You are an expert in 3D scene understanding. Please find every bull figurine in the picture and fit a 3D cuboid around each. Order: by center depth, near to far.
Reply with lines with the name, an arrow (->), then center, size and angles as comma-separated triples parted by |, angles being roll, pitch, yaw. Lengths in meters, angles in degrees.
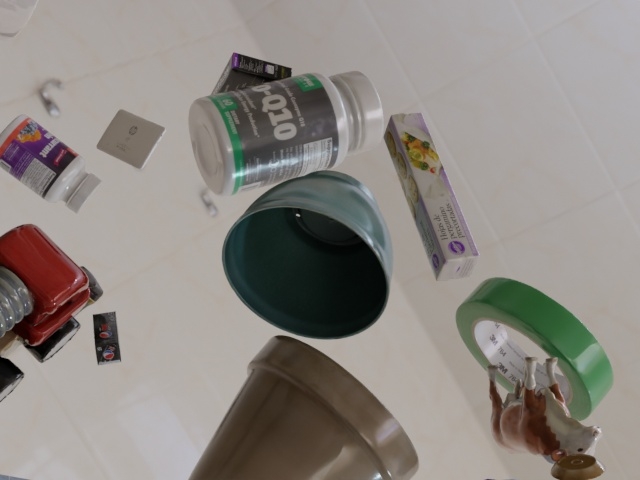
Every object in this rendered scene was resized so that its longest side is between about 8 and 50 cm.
bull figurine -> 0.379, 0.304, 1.674 | 0.101, 0.188, 0.310 | 1, 168, -16

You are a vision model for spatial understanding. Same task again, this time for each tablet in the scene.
tablet -> -0.212, -0.114, 1.062 | 0.083, 0.006, 0.054 | 25, -99, 36

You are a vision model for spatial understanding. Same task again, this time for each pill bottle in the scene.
pill bottle -> -0.511, -0.138, 1.784 | 0.108, 0.193, 0.108 | -51, -171, 11
pill bottle -> -0.068, -0.227, 1.938 | 0.361, 0.204, 0.204 | -17, 180, -23

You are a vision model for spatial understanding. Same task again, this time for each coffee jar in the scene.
coffee jar -> -0.633, 0.151, 2.362 | 0.184, 0.096, 0.079 | -40, 146, -4

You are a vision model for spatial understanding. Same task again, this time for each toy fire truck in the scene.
toy fire truck -> -0.312, 0.046, 0.846 | 0.217, 0.158, 0.246 | -45, 180, -40

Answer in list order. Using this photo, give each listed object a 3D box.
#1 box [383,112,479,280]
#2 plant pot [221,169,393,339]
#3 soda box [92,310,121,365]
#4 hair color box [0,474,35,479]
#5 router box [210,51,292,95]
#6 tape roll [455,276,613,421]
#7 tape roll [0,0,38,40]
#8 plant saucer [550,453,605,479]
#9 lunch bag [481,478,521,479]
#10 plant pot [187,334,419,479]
box -> 0.186, -0.082, 1.637 | 0.063, 0.324, 0.067 | -7, 147, -15
plant pot -> 0.000, 0.000, 1.659 | 0.293, 0.293, 0.196 | -26, -155, 36
soda box -> -0.517, 0.235, 2.298 | 0.060, 0.053, 0.169 | -7, -156, -12
hair color box -> -0.223, 0.369, 1.031 | 0.185, 0.374, 0.114 | -51, -149, 39
router box -> -0.154, -0.323, 2.053 | 0.133, 0.046, 0.179 | 12, 151, -20
tape roll -> 0.412, 0.213, 1.853 | 0.077, 0.321, 0.321 | -43, -170, -21
tape roll -> -0.535, -0.473, 1.541 | 0.100, 0.286, 0.286 | 9, 156, -40
plant saucer -> 0.394, 0.345, 1.458 | 0.083, 0.015, 0.083 | -10, -172, 1
lunch bag -> 0.398, 0.478, 1.523 | 0.303, 0.115, 0.243 | 17, 175, 34
plant pot -> -0.056, 0.357, 1.503 | 0.280, 0.323, 0.323 | -44, -170, -22
